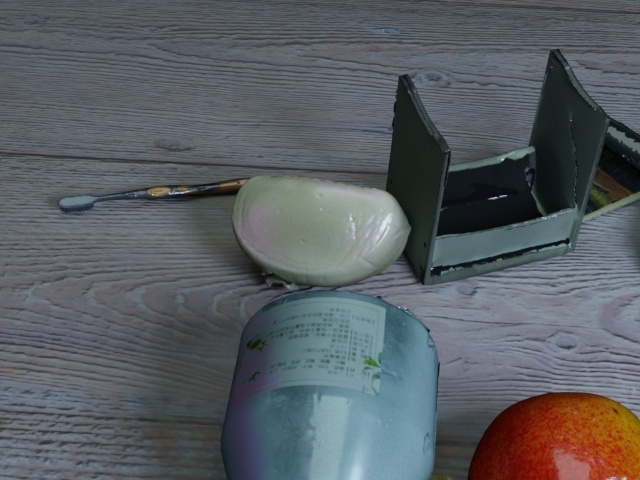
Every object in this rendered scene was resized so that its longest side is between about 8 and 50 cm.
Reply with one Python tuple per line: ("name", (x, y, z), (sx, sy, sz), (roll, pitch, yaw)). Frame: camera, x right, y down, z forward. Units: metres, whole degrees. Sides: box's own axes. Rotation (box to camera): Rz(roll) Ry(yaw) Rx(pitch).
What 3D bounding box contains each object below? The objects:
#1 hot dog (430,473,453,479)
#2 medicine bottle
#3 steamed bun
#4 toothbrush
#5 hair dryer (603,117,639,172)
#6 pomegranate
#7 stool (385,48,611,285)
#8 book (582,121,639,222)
("hot dog", (0.119, 0.296, 1.231), (0.090, 0.034, 0.030), (0, 53, 25))
("medicine bottle", (0.010, 0.237, 1.141), (0.245, 0.245, 0.290), (5, 46, 2))
("steamed bun", (0.000, 0.000, 1.429), (0.238, 0.170, 0.152), (10, 84, 14))
("toothbrush", (-0.237, -0.072, 1.570), (0.321, 0.031, 0.023), (-7, 75, -9))
("hair dryer", (0.490, -0.082, 1.540), (0.302, 0.116, 0.244), (37, 54, 22))
("pomegranate", (0.294, 0.272, 1.146), (0.257, 0.221, 0.221), (-6, 46, -18))
("stool", (0.239, -0.100, 1.452), (0.243, 0.270, 0.170), (-13, 49, -13))
("book", (0.443, -0.111, 1.642), (0.228, 0.024, 0.160), (-21, 49, -21))
